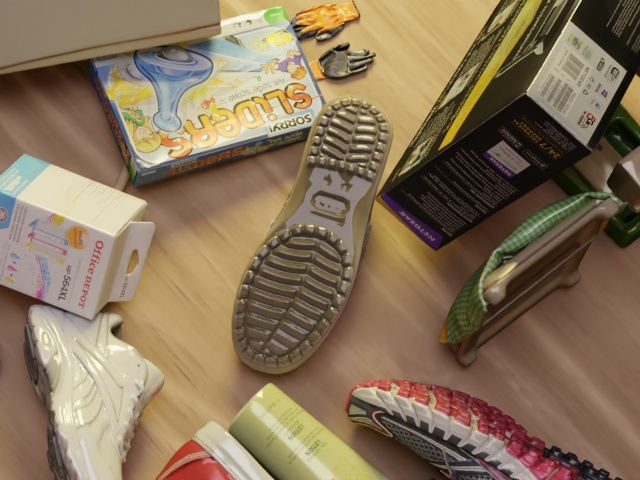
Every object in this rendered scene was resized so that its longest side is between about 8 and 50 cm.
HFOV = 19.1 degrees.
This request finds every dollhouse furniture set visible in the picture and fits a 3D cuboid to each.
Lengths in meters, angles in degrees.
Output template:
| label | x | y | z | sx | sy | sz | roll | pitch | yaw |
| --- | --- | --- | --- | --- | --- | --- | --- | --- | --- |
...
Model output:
| label | x | y | z | sx | sy | sz | roll | pitch | yaw |
| --- | --- | --- | --- | --- | --- | --- | --- | --- | --- |
| dollhouse furniture set | 0.202 | -0.047 | 1.728 | 0.301 | 0.197 | 0.151 | -36 | 75 | -17 |

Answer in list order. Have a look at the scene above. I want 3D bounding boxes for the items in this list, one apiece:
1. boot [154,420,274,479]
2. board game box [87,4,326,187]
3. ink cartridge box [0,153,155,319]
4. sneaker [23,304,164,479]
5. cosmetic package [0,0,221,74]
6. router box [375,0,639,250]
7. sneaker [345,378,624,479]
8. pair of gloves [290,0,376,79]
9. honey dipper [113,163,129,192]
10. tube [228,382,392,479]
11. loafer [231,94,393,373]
| label | x | y | z | sx | sy | sz | roll | pitch | yaw |
| --- | --- | --- | --- | --- | --- | --- | --- | --- | --- |
| boot | -0.070 | 0.299 | 1.638 | 0.244 | 0.088 | 0.176 | 42 | 78 | 14 |
| board game box | -0.106 | -0.139 | 1.822 | 0.201 | 0.035 | 0.136 | -17 | 70 | -19 |
| ink cartridge box | -0.230 | -0.001 | 1.724 | 0.143 | 0.092 | 0.090 | 21 | 25 | 6 |
| sneaker | -0.188 | 0.146 | 1.673 | 0.115 | 0.090 | 0.232 | -7 | 55 | -16 |
| cosmetic package | -0.261 | -0.252 | 1.803 | 0.309 | 0.113 | 0.160 | -11 | 39 | -6 |
| router box | 0.201 | -0.158 | 1.711 | 0.081 | 0.243 | 0.309 | 40 | 55 | -11 |
| sneaker | 0.147 | 0.214 | 1.667 | 0.299 | 0.121 | 0.112 | 30 | 99 | 17 |
| pair of gloves | 0.011 | -0.198 | 1.880 | 0.074 | 0.010 | 0.083 | -15 | 70 | -9 |
| honey dipper | -0.179 | -0.074 | 1.811 | 0.030 | 0.030 | 0.160 | 20 | 65 | 5 |
| tube | 0.026 | 0.224 | 1.683 | 0.240 | 0.062 | 0.070 | 41 | 104 | 10 |
| loafer | 0.000 | 0.000 | 1.759 | 0.102 | 0.092 | 0.268 | 23 | 84 | 8 |
